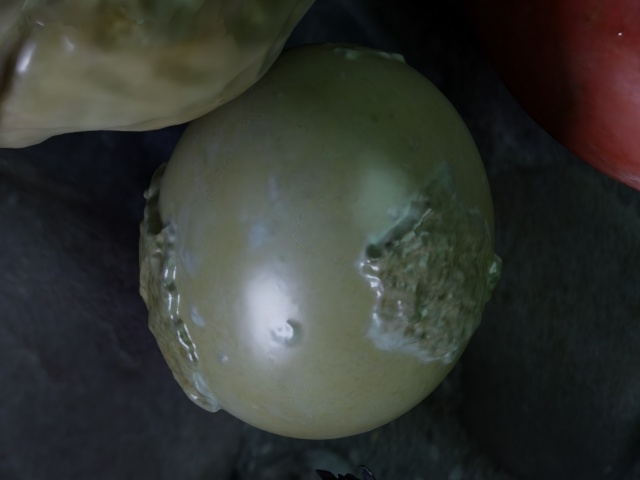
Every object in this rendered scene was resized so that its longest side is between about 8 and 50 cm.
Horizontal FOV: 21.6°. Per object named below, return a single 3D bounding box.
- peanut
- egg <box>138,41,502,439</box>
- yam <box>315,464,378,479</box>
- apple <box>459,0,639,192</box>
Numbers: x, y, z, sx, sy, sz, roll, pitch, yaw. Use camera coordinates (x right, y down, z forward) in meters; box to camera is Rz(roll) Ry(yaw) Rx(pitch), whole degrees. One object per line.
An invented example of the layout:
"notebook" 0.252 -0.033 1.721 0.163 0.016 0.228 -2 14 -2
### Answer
"peanut" -0.034 -0.164 0.688 0.158 0.174 0.340 47 70 -34
"egg" -0.002 0.002 0.754 0.164 0.164 0.201 -32 149 -33
"yam" -0.039 0.229 0.802 0.280 0.131 0.131 -38 122 -29
"apple" 0.253 -0.181 0.829 0.364 0.364 0.364 -10 106 -40
